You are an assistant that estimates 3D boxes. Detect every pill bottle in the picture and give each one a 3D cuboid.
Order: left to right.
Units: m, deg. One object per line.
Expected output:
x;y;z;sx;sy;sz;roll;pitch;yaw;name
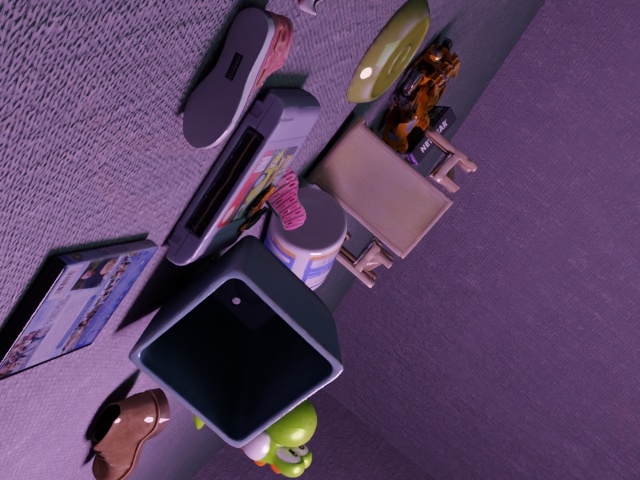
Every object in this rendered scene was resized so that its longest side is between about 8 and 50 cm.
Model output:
-0.044;0.018;1.838;0.152;0.152;0.272;-48;171;-27;pill bottle

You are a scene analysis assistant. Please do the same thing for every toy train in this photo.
-0.189;0.040;1.607;0.023;0.017;0.083;-61;174;-16;toy train

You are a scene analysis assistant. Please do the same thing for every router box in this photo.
0.244;-0.273;2.273;0.133;0.046;0.179;15;-123;49;router box

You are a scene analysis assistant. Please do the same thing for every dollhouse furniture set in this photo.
0.134;-0.112;1.965;0.362;0.256;0.394;-49;179;6;dollhouse furniture set

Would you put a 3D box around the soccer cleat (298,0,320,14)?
0.004;-0.316;1.091;0.083;0.036;0.029;-54;171;12;soccer cleat

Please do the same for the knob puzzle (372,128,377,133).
0.084;-0.180;2.099;0.213;0.030;0.213;-63;175;-9;knob puzzle

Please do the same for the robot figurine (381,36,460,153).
0.236;-0.340;2.080;0.211;0.085;0.291;-48;171;-31;robot figurine

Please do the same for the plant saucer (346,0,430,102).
0.137;-0.349;1.670;0.241;0.037;0.241;-51;172;-10;plant saucer

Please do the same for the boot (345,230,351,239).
0.000;0.000;2.314;0.137;0.077;0.198;-48;159;1;boot

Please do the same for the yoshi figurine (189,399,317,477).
-0.146;0.327;1.848;0.203;0.362;0.203;-48;170;-24;yoshi figurine

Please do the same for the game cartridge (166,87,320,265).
-0.110;-0.098;1.345;0.294;0.060;0.196;-55;175;18;game cartridge

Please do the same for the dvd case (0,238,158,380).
-0.310;0.082;1.117;0.180;0.022;0.253;-53;172;12;dvd case

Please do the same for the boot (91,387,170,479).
-0.404;0.385;1.726;0.115;0.112;0.305;-3;143;-38;boot

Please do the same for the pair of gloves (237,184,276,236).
-0.100;-0.045;1.405;0.074;0.010;0.083;-47;171;-36;pair of gloves

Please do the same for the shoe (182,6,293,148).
-0.091;-0.184;1.030;0.178;0.063;0.081;-60;165;20;shoe

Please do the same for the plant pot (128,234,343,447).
-0.124;0.136;1.493;0.248;0.247;0.252;-39;-162;20;plant pot

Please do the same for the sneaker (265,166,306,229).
-0.075;-0.090;1.552;0.063;0.075;0.170;-33;145;-10;sneaker
